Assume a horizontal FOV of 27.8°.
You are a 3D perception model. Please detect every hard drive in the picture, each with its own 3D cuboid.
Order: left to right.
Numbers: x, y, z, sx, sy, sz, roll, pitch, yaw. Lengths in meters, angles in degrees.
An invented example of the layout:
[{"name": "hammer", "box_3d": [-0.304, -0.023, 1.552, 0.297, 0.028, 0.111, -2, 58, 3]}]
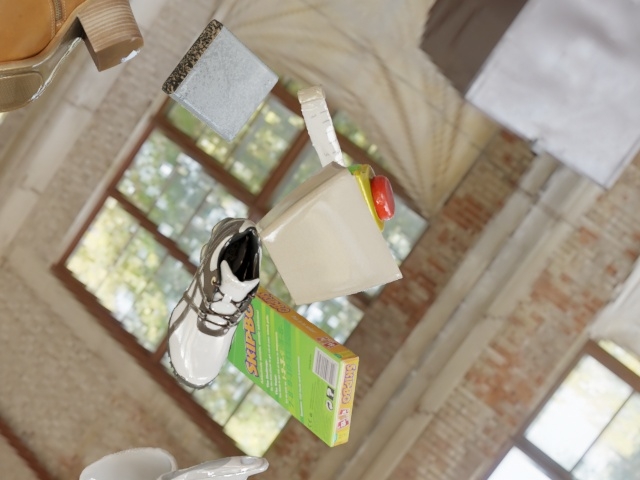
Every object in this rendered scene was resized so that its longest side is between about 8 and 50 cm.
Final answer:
[{"name": "hard drive", "box_3d": [-0.108, -0.173, 1.413, 0.022, 0.094, 0.135, 38, -179, 31]}]

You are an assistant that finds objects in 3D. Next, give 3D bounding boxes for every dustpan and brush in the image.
[{"name": "dustpan and brush", "box_3d": [-0.126, 0.183, 0.908, 0.147, 0.211, 0.060, -55, -46, -59]}]

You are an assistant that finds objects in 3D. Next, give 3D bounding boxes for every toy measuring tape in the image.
[{"name": "toy measuring tape", "box_3d": [0.035, -0.107, 1.931, 0.121, 0.121, 0.330, 53, 167, 57]}]

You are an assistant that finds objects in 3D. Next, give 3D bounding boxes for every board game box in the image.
[{"name": "board game box", "box_3d": [-0.044, 0.154, 1.698, 0.039, 0.124, 0.259, -11, -152, -37]}]

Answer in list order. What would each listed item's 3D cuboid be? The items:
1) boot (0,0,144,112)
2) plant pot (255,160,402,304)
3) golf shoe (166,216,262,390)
[{"name": "boot", "box_3d": [-0.381, -0.289, 1.587, 0.220, 0.283, 0.109, 61, 165, 15]}, {"name": "plant pot", "box_3d": [0.000, 0.000, 1.173, 0.109, 0.096, 0.109, 63, 177, -10]}, {"name": "golf shoe", "box_3d": [-0.114, 0.067, 1.417, 0.077, 0.198, 0.094, 17, 171, -17]}]
